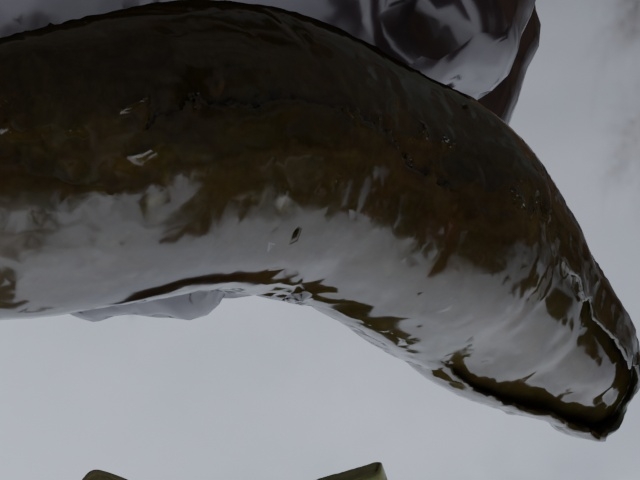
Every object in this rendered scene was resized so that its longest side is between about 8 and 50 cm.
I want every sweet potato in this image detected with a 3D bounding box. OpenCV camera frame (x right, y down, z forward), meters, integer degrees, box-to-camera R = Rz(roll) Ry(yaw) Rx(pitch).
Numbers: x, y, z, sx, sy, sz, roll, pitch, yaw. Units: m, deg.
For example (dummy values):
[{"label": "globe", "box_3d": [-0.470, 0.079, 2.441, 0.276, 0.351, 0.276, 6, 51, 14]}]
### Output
[{"label": "sweet potato", "box_3d": [-0.003, -0.004, 0.555, 0.286, 0.112, 0.085, 20, -160, -44]}]

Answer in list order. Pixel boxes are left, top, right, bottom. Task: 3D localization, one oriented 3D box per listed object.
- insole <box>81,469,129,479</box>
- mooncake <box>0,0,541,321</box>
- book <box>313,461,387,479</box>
[{"label": "insole", "box_3d": [-0.135, 0.304, 1.770, 0.011, 0.248, 0.081, -20, -148, 53]}, {"label": "mooncake", "box_3d": [-0.084, -0.131, 0.783, 0.381, 0.212, 0.351, 36, 141, -24]}, {"label": "book", "box_3d": [0.000, 0.133, 0.636, 0.077, 0.111, 0.014, -17, -165, 6]}]
